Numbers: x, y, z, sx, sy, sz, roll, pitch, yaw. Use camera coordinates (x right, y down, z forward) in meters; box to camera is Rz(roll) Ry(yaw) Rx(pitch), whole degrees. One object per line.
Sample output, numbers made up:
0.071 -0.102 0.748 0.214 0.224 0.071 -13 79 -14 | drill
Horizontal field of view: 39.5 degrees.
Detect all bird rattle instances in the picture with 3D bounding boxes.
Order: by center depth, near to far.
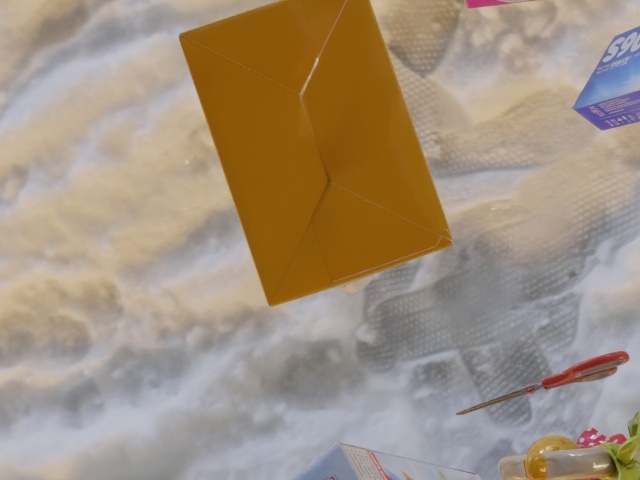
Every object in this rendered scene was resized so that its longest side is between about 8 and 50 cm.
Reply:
0.334 0.284 1.166 0.206 0.253 0.143 0 83 -8 | bird rattle

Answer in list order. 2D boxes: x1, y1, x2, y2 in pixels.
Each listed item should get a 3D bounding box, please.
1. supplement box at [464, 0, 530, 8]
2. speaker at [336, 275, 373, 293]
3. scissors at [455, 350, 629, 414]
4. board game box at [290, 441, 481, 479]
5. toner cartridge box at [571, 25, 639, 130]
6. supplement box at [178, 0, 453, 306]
0.280 -0.368 1.095 0.220 0.111 0.114 -4 78 14 | supplement box
0.000 0.000 0.890 0.055 0.136 0.055 -22 49 27 | speaker
0.370 0.240 1.502 0.297 0.109 0.021 -14 66 1 | scissors
0.143 0.344 0.795 0.066 0.318 0.319 -41 55 14 | board game box
0.558 -0.285 1.440 0.075 0.348 0.165 32 82 -12 | toner cartridge box
-0.006 -0.060 0.673 0.129 0.194 0.191 -19 88 -3 | supplement box
